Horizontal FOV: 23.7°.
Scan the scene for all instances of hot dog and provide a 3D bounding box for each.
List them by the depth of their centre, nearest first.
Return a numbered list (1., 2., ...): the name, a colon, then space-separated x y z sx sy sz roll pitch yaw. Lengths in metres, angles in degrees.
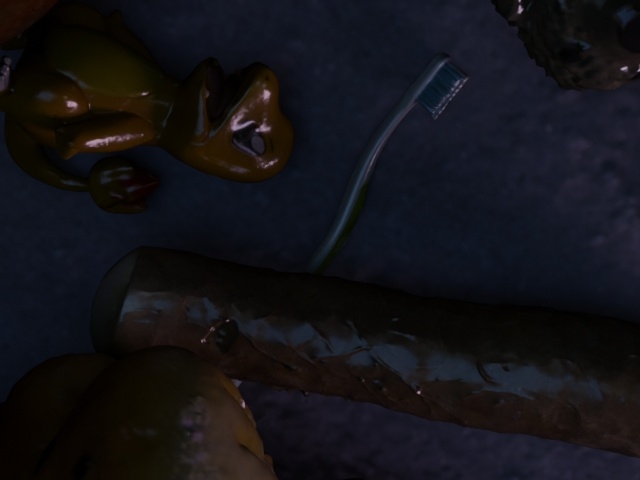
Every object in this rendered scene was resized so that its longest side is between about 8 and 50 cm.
1. hot dog: -0.127 0.240 0.782 0.367 0.196 0.366 -28 55 43

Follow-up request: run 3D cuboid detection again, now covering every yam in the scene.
1. yam: 0.049 0.061 0.853 0.356 0.081 0.081 10 104 0

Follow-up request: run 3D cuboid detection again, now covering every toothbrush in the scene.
1. toothbrush: 0.000 0.000 0.892 0.026 0.022 0.263 40 106 12

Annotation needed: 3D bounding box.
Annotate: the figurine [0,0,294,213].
1. figurine: -0.104 -0.063 0.871 0.176 0.121 0.122 12 133 -2

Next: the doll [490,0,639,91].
1. doll: 0.201 -0.196 0.751 0.286 0.091 0.202 -37 127 17

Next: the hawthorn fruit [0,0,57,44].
1. hawthorn fruit: -0.203 -0.231 0.787 0.210 0.210 0.262 14 73 7

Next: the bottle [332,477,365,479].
1. bottle: -0.010 0.311 0.889 0.168 0.168 0.347 20 103 6
